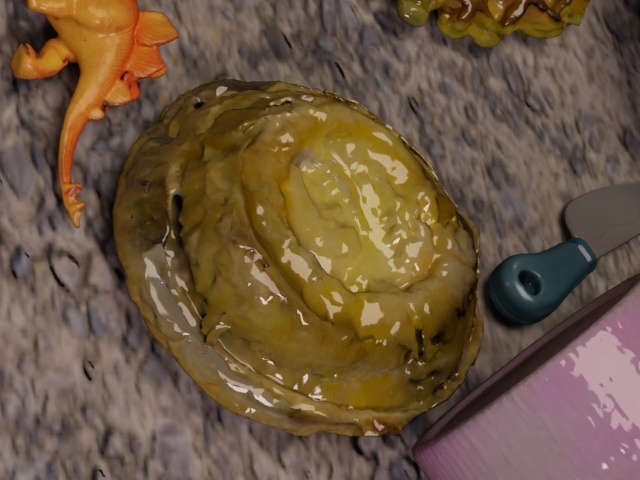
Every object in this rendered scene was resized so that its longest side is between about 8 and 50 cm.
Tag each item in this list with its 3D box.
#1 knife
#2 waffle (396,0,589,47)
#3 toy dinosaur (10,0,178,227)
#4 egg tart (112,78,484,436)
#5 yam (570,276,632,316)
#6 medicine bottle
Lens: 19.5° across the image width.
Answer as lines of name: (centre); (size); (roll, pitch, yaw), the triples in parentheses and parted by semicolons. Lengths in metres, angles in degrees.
knife: (0.202, -0.005, 1.394); (0.058, 0.032, 0.244); (48, 45, 9)
waffle: (0.101, -0.258, 1.451); (0.237, 0.059, 0.243); (-18, 74, -34)
toy dinosaur: (-0.150, -0.150, 1.223); (0.117, 0.070, 0.288); (-6, 74, -35)
egg tart: (0.000, 0.000, 1.218); (0.278, 0.095, 0.279); (14, 58, -24)
yam: (0.236, 0.101, 1.325); (0.079, 0.079, 0.141); (-26, 80, -39)
medicine bottle: (0.248, 0.227, 1.172); (0.219, 0.219, 0.388); (-34, 87, -39)
